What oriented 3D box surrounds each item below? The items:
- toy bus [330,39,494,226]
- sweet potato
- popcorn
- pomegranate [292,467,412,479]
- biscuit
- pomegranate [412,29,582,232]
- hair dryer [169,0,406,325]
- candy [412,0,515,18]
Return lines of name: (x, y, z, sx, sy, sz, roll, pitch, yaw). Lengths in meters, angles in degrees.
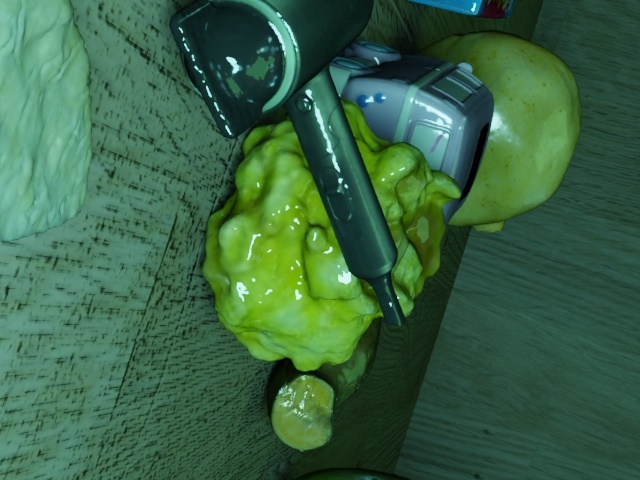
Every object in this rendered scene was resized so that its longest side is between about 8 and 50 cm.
toy bus: (0.063, -0.083, 1.101, 0.202, 0.142, 0.142, -43, 148, -69)
sweet potato: (0.018, 0.087, 1.295, 0.112, 0.085, 0.286, 86, 23, -51)
popcorn: (0.004, 0.001, 0.932, 0.197, 0.155, 0.197, -50, 158, -28)
pomegranate: (0.013, 0.379, 1.433, 0.291, 0.323, 0.291, -18, 118, -40)
biscuit: (-0.137, -0.047, 0.475, 0.250, 0.032, 0.133, -37, 143, -71)
pomegranate: (0.174, -0.124, 1.413, 0.233, 0.233, 0.233, 18, 90, -79)
hair dryer: (0.000, -0.046, 0.781, 0.248, 0.078, 0.195, 66, 27, -16)
candy: (0.155, -0.311, 1.319, 0.306, 0.100, 0.157, -33, 139, -74)
